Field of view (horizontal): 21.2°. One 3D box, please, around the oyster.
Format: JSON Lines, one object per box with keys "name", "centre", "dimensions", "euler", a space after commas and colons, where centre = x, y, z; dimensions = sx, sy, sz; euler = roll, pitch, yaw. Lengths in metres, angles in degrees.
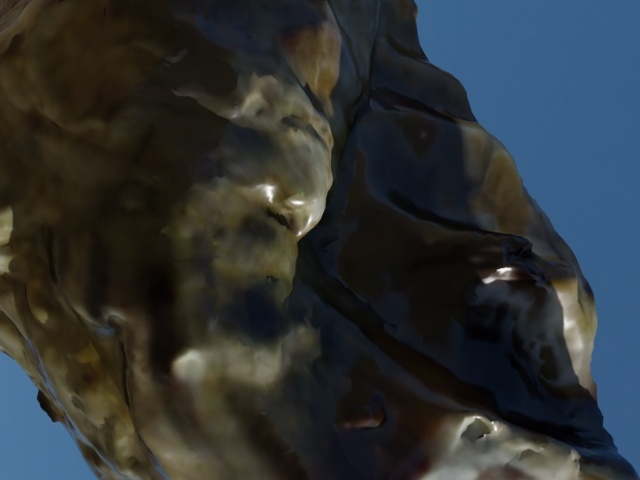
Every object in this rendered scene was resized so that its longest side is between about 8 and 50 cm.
{"name": "oyster", "centre": [0.005, -0.004, 0.428], "dimensions": [0.294, 0.166, 0.094], "euler": [52, -29, 10]}
